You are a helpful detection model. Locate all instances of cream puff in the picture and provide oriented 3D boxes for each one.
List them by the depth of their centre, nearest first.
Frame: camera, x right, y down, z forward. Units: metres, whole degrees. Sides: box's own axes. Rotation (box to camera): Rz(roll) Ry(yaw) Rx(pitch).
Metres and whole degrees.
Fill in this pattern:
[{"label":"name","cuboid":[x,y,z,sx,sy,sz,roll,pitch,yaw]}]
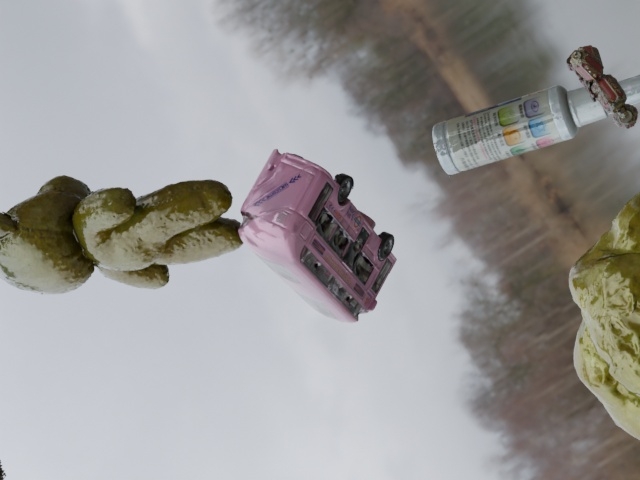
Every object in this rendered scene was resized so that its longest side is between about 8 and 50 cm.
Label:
[{"label":"cream puff","cuboid":[0.272,0.070,0.769,0.221,0.194,0.194,29,-171,-1]}]

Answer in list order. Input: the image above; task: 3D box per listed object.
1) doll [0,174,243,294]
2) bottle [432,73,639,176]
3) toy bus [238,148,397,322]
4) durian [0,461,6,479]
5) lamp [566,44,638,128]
[{"label":"doll","cuboid":[-0.167,-0.014,0.930,0.137,0.210,0.097,79,-177,-64]},{"label":"bottle","cuboid":[0.223,-0.122,1.175,0.060,0.217,0.060,47,-145,-48]},{"label":"toy bus","cuboid":[0.000,0.000,0.945,0.063,0.090,0.203,23,169,28]},{"label":"durian","cuboid":[-0.361,0.249,1.192,0.080,0.091,0.080,26,-121,-54]},{"label":"lamp","cuboid":[0.247,-0.132,1.007,0.083,0.031,0.063,50,-158,0]}]
